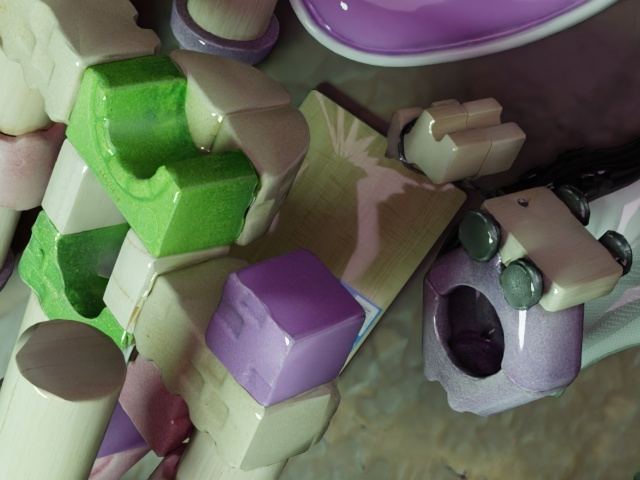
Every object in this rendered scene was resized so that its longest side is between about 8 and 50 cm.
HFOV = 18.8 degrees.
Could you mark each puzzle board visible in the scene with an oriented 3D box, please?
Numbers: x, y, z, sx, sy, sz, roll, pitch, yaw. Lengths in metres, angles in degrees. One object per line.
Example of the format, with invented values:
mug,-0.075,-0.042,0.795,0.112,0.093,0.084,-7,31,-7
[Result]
puzzle board,0.000,0.000,0.994,0.096,0.011,0.128,35,102,-2

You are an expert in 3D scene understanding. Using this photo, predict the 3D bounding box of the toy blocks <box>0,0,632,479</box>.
toy blocks,-0.090,0.040,0.888,0.288,0.309,0.260,51,137,30

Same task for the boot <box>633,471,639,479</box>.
boot,0.143,0.184,0.959,0.246,0.083,0.161,19,60,8

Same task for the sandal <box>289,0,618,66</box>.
sandal,0.163,-0.211,0.891,0.416,0.102,0.169,-24,96,10

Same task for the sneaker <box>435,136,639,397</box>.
sneaker,0.195,-0.014,0.935,0.271,0.100,0.108,-26,106,16
